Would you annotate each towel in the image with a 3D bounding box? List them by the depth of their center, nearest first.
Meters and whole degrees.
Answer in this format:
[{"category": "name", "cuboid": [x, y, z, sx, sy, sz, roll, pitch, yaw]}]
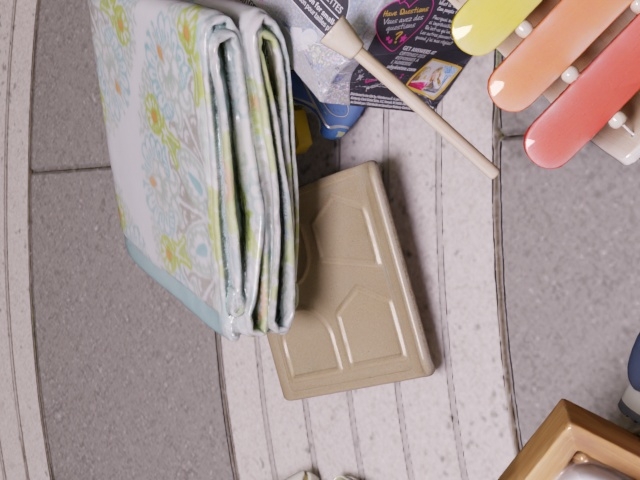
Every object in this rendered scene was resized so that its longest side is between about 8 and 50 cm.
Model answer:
[{"category": "towel", "cuboid": [-0.134, -0.097, 1.112, 0.374, 0.090, 0.321, 30, 127, 56]}]

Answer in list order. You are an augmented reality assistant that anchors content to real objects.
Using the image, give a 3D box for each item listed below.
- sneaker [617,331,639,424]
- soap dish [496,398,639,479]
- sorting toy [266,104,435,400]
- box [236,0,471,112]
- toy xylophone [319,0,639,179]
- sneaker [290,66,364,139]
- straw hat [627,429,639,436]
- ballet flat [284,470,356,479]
[{"category": "sneaker", "cuboid": [0.338, 0.103, 0.721, 0.319, 0.112, 0.131, 19, 99, 52]}, {"category": "soap dish", "cuboid": [0.197, 0.270, 0.809, 0.291, 0.228, 0.118, -59, 10, 25]}, {"category": "sorting toy", "cuboid": [0.000, 0.000, 1.099, 0.229, 0.041, 0.307, -18, 86, 47]}, {"category": "box", "cuboid": [0.022, -0.253, 1.017, 0.247, 0.163, 0.142, 52, 124, 31]}, {"category": "toy xylophone", "cuboid": [0.148, -0.181, 0.837, 0.322, 0.081, 0.236, 35, 100, -6]}, {"category": "sneaker", "cuboid": [-0.032, -0.180, 1.127, 0.211, 0.080, 0.081, 40, 114, 37]}, {"category": "straw hat", "cuboid": [0.240, 0.190, 0.868, 0.144, 0.144, 0.061, -60, 10, 25]}, {"category": "ballet flat", "cuboid": [-0.002, 0.275, 1.106, 0.231, 0.077, 0.077, -3, 66, 41]}]
